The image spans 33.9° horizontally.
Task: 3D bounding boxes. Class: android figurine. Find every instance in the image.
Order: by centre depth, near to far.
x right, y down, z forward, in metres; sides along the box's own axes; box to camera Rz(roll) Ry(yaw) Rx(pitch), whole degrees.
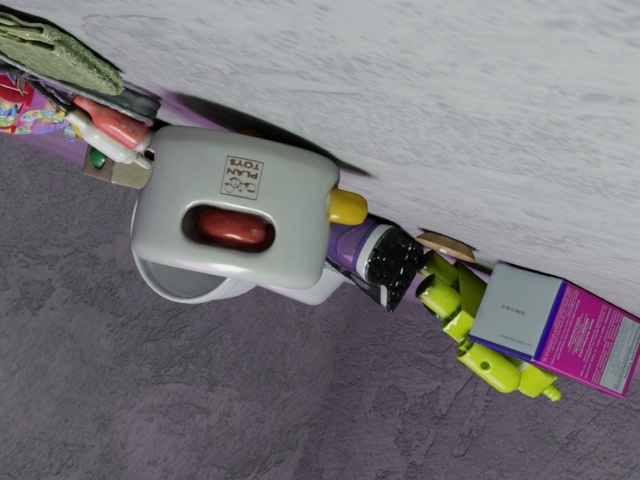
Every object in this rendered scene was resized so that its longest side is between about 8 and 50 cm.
[{"bbox_3d":[0.247,0.128,1.514,0.273,0.056,0.248,39,-159,-14],"label":"android figurine"}]

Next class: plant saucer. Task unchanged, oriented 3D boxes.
[{"bbox_3d":[0.161,0.006,1.337,0.083,0.015,0.083,22,177,1],"label":"plant saucer"}]

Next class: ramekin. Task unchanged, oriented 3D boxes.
[{"bbox_3d":[-0.151,-0.014,1.453,0.207,0.207,0.109,19,-175,32],"label":"ramekin"}]

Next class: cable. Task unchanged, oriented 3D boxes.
[{"bbox_3d":[-0.281,-0.154,1.070,0.287,0.072,0.139,24,171,-30],"label":"cable"}]

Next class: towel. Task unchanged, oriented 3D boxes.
[{"bbox_3d":[-0.247,-0.172,0.946,0.110,0.027,0.148,19,175,19],"label":"towel"}]

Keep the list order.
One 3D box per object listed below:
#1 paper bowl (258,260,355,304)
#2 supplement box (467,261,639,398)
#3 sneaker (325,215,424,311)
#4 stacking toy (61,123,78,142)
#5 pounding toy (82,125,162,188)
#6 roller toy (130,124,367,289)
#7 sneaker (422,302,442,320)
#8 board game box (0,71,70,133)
[{"bbox_3d":[-0.065,0.006,1.652,0.284,0.148,0.284,21,175,2],"label":"paper bowl"},{"bbox_3d":[0.316,0.120,1.372,0.220,0.113,0.111,26,174,-41],"label":"supplement box"},{"bbox_3d":[0.064,0.014,1.512,0.124,0.107,0.283,28,171,21],"label":"sneaker"},{"bbox_3d":[-0.349,-0.169,1.495,0.167,0.052,0.221,20,175,-15],"label":"stacking toy"},{"bbox_3d":[-0.224,-0.116,1.284,0.141,0.100,0.130,11,-177,-32],"label":"pounding toy"},{"bbox_3d":[-0.079,-0.038,1.030,0.209,0.146,0.191,11,180,41],"label":"roller toy"},{"bbox_3d":[0.292,0.127,1.932,0.224,0.083,0.098,18,180,38],"label":"sneaker"},{"bbox_3d":[-0.360,-0.154,1.181,0.133,0.033,0.168,-6,150,16],"label":"board game box"}]
